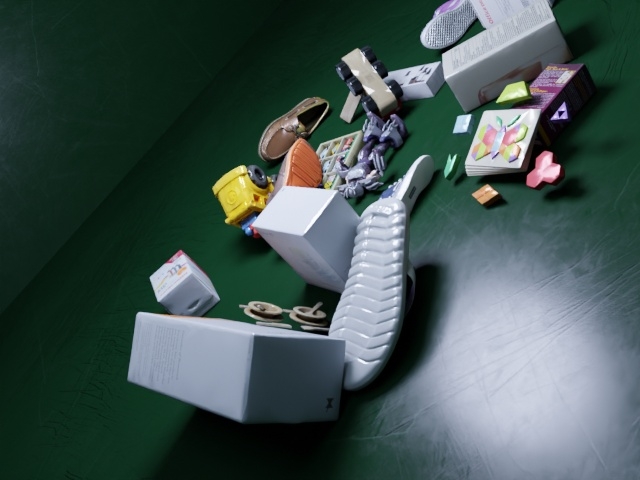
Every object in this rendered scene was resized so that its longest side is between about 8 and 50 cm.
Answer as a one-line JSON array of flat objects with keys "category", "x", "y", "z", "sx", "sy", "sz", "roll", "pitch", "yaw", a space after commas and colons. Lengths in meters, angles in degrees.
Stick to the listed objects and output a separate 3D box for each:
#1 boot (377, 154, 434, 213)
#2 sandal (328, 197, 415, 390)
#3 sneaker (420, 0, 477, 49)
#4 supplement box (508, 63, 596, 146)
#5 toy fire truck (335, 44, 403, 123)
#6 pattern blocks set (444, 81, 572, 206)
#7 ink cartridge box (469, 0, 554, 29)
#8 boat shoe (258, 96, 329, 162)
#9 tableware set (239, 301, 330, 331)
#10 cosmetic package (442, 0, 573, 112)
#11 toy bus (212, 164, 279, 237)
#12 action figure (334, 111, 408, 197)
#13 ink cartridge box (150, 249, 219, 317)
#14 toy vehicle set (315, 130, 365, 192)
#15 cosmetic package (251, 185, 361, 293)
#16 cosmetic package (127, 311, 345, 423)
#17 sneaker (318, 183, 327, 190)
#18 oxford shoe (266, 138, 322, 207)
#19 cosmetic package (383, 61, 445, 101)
[{"category": "boot", "x": 0.204, "y": -0.134, "z": 1.588, "sx": 0.086, "sy": 0.069, "sz": 0.190, "roll": 7, "pitch": 55, "yaw": 49}, {"category": "sandal", "x": 0.129, "y": 0.107, "z": 1.312, "sx": 0.169, "sy": 0.102, "sz": 0.416, "roll": -7, "pitch": 60, "yaw": 45}, {"category": "sneaker", "x": 0.402, "y": -0.705, "z": 2.112, "sx": 0.282, "sy": 0.102, "sz": 0.161, "roll": -40, "pitch": 24, "yaw": -20}, {"category": "supplement box", "x": 0.513, "y": -0.306, "z": 1.452, "sx": 0.188, "sy": 0.081, "sz": 0.104, "roll": -47, "pitch": 30, "yaw": -11}, {"category": "toy fire truck", "x": 0.140, "y": -0.437, "z": 1.995, "sx": 0.158, "sy": 0.246, "sz": 0.217, "roll": -34, "pitch": 73, "yaw": -1}, {"category": "pattern blocks set", "x": 0.397, "y": -0.214, "z": 1.407, "sx": 0.325, "sy": 0.026, "sz": 0.285, "roll": -11, "pitch": 62, "yaw": 54}, {"category": "ink cartridge box", "x": 0.558, "y": -0.735, "z": 1.898, "sx": 0.218, "sy": 0.158, "sz": 0.092, "roll": -7, "pitch": 45, "yaw": 44}, {"category": "boat shoe", "x": -0.092, "y": -0.391, "z": 2.233, "sx": 0.307, "sy": 0.111, "sz": 0.104, "roll": -51, "pitch": 30, "yaw": -17}, {"category": "tableware set", "x": -0.070, "y": 0.153, "z": 1.404, "sx": 0.128, "sy": 0.194, "sz": 0.039, "roll": 28, "pitch": 106, "yaw": 61}, {"category": "cosmetic package", "x": 0.478, "y": -0.477, "z": 1.676, "sx": 0.296, "sy": 0.129, "sz": 0.153, "roll": -23, "pitch": 35, "yaw": 27}, {"category": "toy bus", "x": -0.180, "y": -0.090, "z": 1.892, "sx": 0.149, "sy": 0.220, "sz": 0.211, "roll": -35, "pitch": 61, "yaw": 27}, {"category": "action figure", "x": 0.129, "y": -0.224, "z": 1.773, "sx": 0.185, "sy": 0.099, "sz": 0.285, "roll": 1, "pitch": 53, "yaw": 43}, {"category": "ink cartridge box", "x": -0.390, "y": 0.138, "z": 1.849, "sx": 0.128, "sy": 0.127, "sz": 0.176, "roll": -42, "pitch": 30, "yaw": -3}, {"category": "toy vehicle set", "x": 0.027, "y": -0.212, "z": 1.931, "sx": 0.166, "sy": 0.035, "sz": 0.267, "roll": -13, "pitch": 40, "yaw": 39}, {"category": "cosmetic package", "x": 0.000, "y": 0.000, "z": 1.487, "sx": 0.138, "sy": 0.225, "sz": 0.224, "roll": -51, "pitch": 31, "yaw": -18}, {"category": "cosmetic package", "x": -0.187, "y": 0.249, "z": 1.321, "sx": 0.453, "sy": 0.230, "sz": 0.161, "roll": 0, "pitch": 81, "yaw": 48}, {"category": "sneaker", "x": -0.016, "y": -0.044, "z": 1.693, "sx": 0.083, "sy": 0.098, "sz": 0.224, "roll": -16, "pitch": 37, "yaw": 36}, {"category": "oxford shoe", "x": -0.092, "y": -0.150, "z": 1.828, "sx": 0.132, "sy": 0.130, "sz": 0.364, "roll": -28, "pitch": 33, "yaw": 36}, {"category": "cosmetic package", "x": 0.270, "y": -0.483, "z": 1.992, "sx": 0.239, "sy": 0.060, "sz": 0.099, "roll": 5, "pitch": 51, "yaw": 51}]
